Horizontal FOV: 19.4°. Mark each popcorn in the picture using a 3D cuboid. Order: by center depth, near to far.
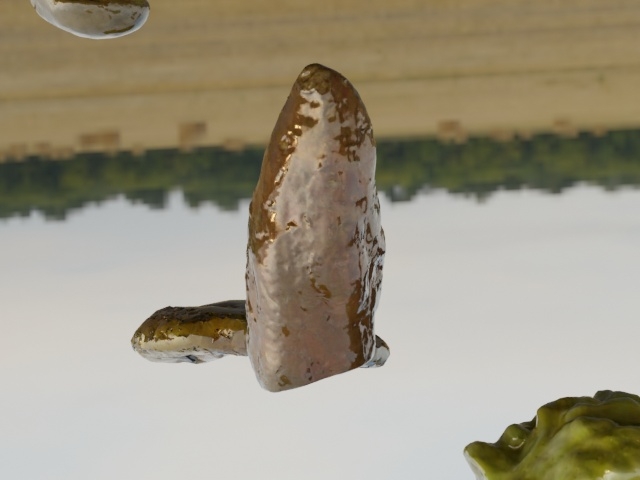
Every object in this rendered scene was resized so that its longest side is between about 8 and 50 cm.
[{"bbox_3d":[0.204,0.216,1.291,0.235,0.217,0.181,13,-179,3],"label":"popcorn"}]

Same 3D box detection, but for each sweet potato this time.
[{"bbox_3d":[0.000,0.000,1.210,0.097,0.252,0.097,4,-147,-3],"label":"sweet potato"}]

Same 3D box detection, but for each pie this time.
[{"bbox_3d":[-0.061,0.099,1.949,0.273,0.069,0.273,1,-179,0],"label":"pie"}]

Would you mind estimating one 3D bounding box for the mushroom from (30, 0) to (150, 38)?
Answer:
[{"bbox_3d":[-0.174,-0.353,1.680,0.128,0.350,0.128,14,-178,-1],"label":"mushroom"}]
